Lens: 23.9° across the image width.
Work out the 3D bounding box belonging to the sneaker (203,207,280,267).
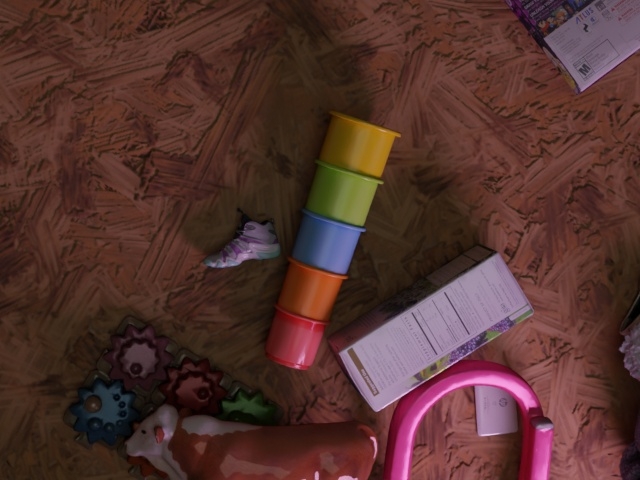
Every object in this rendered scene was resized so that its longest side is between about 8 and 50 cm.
[{"bbox_3d":[-0.102,-0.005,1.871,0.098,0.038,0.069,-12,96,-17],"label":"sneaker"}]

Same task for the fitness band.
[{"bbox_3d":[0.184,0.293,1.921,0.209,0.054,0.290,2,105,-11],"label":"fitness band"}]

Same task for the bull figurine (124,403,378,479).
[{"bbox_3d":[-0.082,0.291,1.835,0.311,0.101,0.188,1,103,-9],"label":"bull figurine"}]

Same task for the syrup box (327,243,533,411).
[{"bbox_3d":[0.134,0.107,1.889,0.237,0.093,0.096,-33,100,-4],"label":"syrup box"}]

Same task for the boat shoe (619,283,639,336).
[{"bbox_3d":[0.431,0.068,1.955,0.043,0.049,0.137,21,98,-14],"label":"boat shoe"}]

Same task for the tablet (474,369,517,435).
[{"bbox_3d":[0.227,0.210,1.959,0.054,0.006,0.083,-5,97,-9],"label":"tablet"}]

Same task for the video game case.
[{"bbox_3d":[0.349,-0.331,1.882,0.232,0.042,0.210,-37,87,-4],"label":"video game case"}]

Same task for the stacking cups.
[{"bbox_3d":[0.000,0.000,1.861,0.096,0.096,0.316,20,94,-10],"label":"stacking cups"}]

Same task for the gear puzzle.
[{"bbox_3d":[-0.143,0.249,1.885,0.339,0.044,0.175,32,90,-11],"label":"gear puzzle"}]

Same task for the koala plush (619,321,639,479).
[{"bbox_3d":[0.466,0.211,1.920,0.196,0.203,0.221,-1,81,-24],"label":"koala plush"}]
